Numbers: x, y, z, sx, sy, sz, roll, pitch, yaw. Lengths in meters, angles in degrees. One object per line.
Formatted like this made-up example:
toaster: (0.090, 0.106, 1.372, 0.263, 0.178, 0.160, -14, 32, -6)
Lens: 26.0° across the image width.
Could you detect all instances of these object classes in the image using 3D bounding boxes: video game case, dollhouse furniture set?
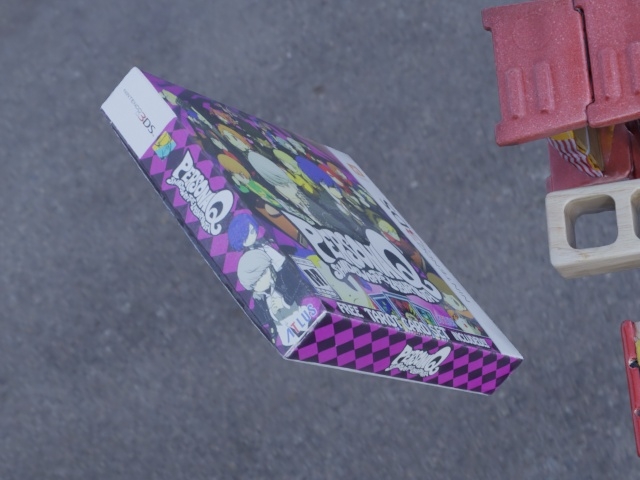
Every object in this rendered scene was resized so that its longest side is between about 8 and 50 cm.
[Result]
video game case: (0.000, 0.000, 0.847, 0.042, 0.232, 0.210, -49, 57, 16)
dollhouse furniture set: (0.243, -0.003, 1.115, 0.152, 0.201, 0.374, -9, 73, 20)
